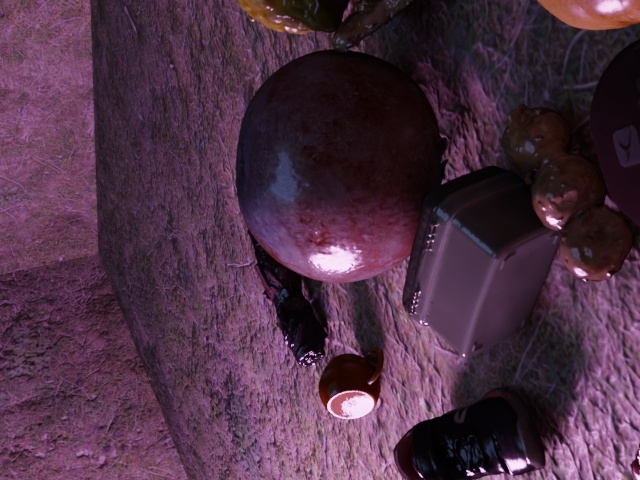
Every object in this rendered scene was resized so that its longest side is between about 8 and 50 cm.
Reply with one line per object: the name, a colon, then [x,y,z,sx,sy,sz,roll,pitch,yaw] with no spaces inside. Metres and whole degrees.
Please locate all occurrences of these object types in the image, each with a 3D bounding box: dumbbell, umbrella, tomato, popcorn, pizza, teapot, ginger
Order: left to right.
umbrella: [-0.071,0.098,1.634,0.094,0.090,0.326,79,167,-67]
popcorn: [-0.036,-0.416,1.194,0.251,0.205,0.237,48,130,28]
tomato: [0.029,-0.100,1.118,0.316,0.282,0.317,177,90,-73]
teapot: [0.053,0.246,1.443,0.173,0.116,0.116,-44,58,31]
pizza: [0.098,-0.321,1.042,0.195,0.185,0.052,-27,112,37]
ginger: [0.264,-0.052,0.872,0.204,0.080,0.104,66,-175,23]
dumbbell: [0.315,-0.087,0.570,0.124,0.225,0.140,158,100,-68]

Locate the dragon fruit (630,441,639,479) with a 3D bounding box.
dragon fruit: [0.401,0.155,0.468,0.386,0.249,0.371,19,147,48]

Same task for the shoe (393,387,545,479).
shoe: [0.190,0.282,1.118,0.291,0.137,0.114,-41,65,61]

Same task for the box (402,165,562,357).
box: [0.191,0.027,0.988,0.129,0.148,0.210,46,144,35]

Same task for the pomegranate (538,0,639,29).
pomegranate: [0.245,-0.280,0.685,0.196,0.196,0.196,40,136,53]
